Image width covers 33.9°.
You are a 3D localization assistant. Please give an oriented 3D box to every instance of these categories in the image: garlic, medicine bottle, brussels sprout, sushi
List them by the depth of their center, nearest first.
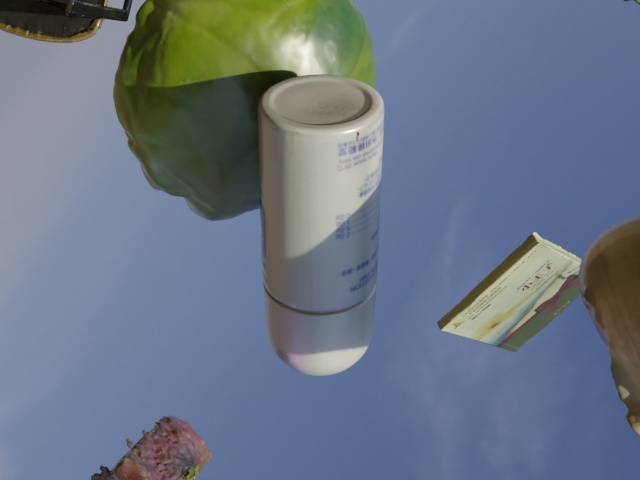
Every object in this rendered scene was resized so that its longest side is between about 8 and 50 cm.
[{"bbox_3d":[0.376,0.102,0.959,0.286,0.250,0.313,11,-164,22],"label":"garlic"},{"bbox_3d":[0.000,0.000,1.139,0.130,0.341,0.130,0,-145,0],"label":"medicine bottle"},{"bbox_3d":[-0.091,-0.195,1.265,0.344,0.344,0.268,-36,-137,25],"label":"brussels sprout"},{"bbox_3d":[-0.218,0.303,1.399,0.161,0.107,0.241,-44,176,-33],"label":"sushi"}]

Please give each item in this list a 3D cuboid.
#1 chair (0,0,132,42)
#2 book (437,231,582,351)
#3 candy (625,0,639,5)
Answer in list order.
[{"bbox_3d":[-0.264,-0.279,1.001,0.247,0.158,0.173,105,2,-84],"label":"chair"},{"bbox_3d":[0.311,0.087,1.608,0.201,0.289,0.026,-45,-120,18],"label":"book"},{"bbox_3d":[0.391,-0.295,1.288,0.083,0.025,0.023,-110,-160,-53],"label":"candy"}]
